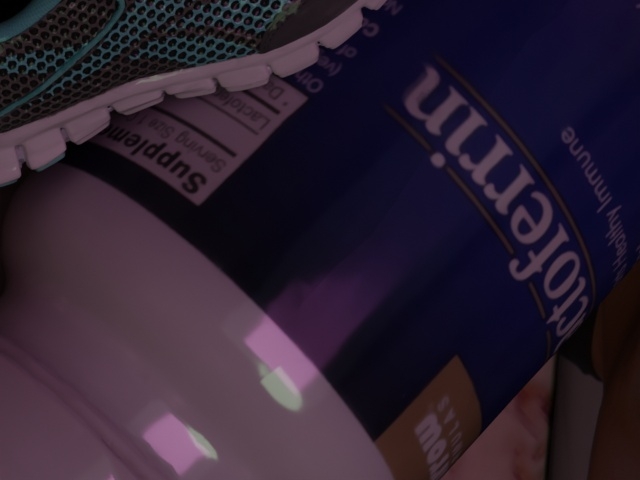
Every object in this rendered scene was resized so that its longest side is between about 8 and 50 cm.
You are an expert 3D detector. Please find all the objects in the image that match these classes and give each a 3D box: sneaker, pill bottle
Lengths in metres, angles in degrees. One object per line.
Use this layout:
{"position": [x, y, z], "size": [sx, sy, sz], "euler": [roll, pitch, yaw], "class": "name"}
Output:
{"position": [-0.048, -0.073, 0.528], "size": [0.166, 0.065, 0.076], "euler": [-28, 152, -4], "class": "sneaker"}
{"position": [0.000, 0.000, 0.609], "size": [0.264, 0.153, 0.153], "euler": [-46, 114, -17], "class": "pill bottle"}

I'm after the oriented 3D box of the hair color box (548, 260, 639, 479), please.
{"position": [0.180, 0.049, 0.694], "size": [0.114, 0.185, 0.374], "euler": [2, 94, -30], "class": "hair color box"}
